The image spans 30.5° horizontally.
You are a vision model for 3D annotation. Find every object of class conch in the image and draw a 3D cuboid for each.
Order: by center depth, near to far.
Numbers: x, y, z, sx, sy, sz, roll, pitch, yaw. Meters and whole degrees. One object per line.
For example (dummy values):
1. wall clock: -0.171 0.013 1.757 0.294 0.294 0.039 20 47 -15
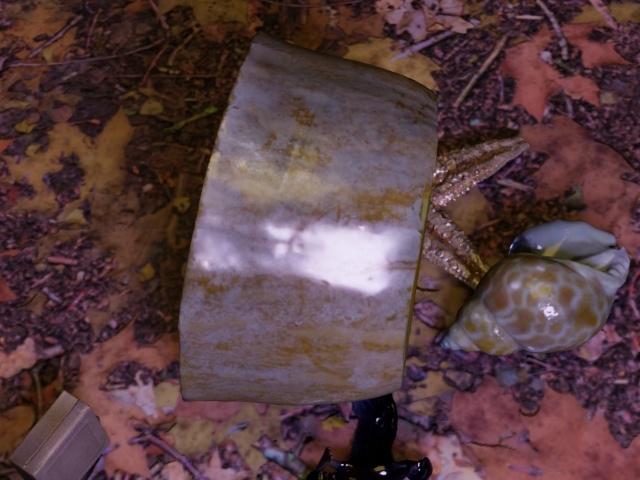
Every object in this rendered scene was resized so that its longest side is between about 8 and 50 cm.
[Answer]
1. conch: 0.214 0.052 1.102 0.116 0.106 0.173 37 56 15

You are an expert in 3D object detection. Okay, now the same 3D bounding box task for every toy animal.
1. toy animal: 0.045 0.209 1.042 0.108 0.062 0.220 0 53 -17

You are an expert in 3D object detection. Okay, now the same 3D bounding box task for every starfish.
1. starfish: 0.111 -0.054 1.210 0.295 0.048 0.231 34 65 21

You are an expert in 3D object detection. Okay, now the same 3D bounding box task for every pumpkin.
1. pumpkin: 0.000 0.000 1.035 0.199 0.332 0.332 14 58 -1

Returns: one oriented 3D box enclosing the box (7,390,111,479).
1. box: -0.233 0.187 1.058 0.035 0.079 0.083 26 62 22
